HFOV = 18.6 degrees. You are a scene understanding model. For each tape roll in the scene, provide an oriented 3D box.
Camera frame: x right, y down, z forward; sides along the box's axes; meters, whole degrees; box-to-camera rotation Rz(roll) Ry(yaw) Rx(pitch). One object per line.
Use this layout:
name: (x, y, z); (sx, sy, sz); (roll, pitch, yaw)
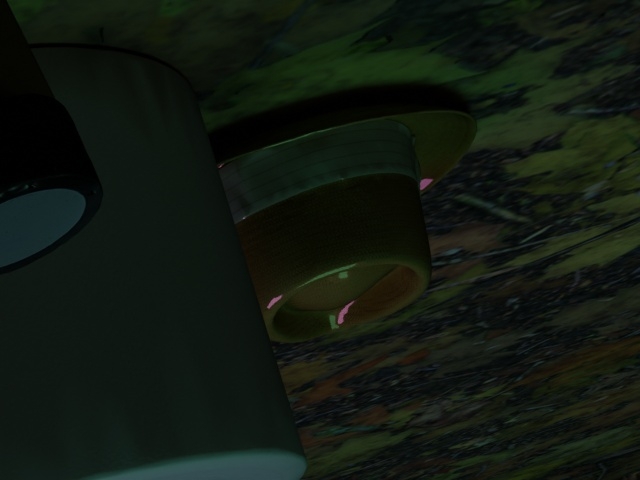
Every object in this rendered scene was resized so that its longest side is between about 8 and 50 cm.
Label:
tape roll: (-0.143, 0.050, 0.792); (0.246, 0.169, 0.246); (-17, 165, -5)

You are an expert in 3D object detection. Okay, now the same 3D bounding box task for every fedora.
fedora: (0.000, 0.000, 0.952); (0.194, 0.079, 0.194); (-16, 166, -4)

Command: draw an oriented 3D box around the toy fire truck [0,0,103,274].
toy fire truck: (-0.222, -0.026, 0.525); (0.246, 0.158, 0.217); (-34, 161, 17)
